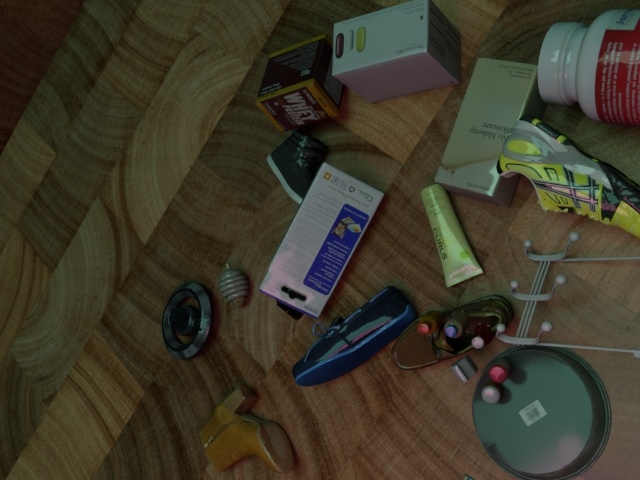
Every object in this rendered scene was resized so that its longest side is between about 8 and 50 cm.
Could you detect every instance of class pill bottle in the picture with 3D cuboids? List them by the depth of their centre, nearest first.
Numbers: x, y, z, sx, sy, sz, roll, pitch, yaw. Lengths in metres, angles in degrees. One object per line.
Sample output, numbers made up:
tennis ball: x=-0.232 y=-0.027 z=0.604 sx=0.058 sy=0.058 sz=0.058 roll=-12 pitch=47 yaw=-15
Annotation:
pill bottle: x=0.660 y=-0.340 z=1.397 sx=0.408 sy=0.229 sz=0.229 roll=14 pitch=86 yaw=36

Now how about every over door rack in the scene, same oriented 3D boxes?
over door rack: x=0.530 y=0.107 z=1.398 sx=0.324 sy=0.108 sz=0.239 roll=6 pitch=57 yaw=35

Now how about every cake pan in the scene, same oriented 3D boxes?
cake pan: x=0.447 y=0.358 z=1.475 sx=0.293 sy=0.054 sz=0.293 roll=-9 pitch=74 yaw=32

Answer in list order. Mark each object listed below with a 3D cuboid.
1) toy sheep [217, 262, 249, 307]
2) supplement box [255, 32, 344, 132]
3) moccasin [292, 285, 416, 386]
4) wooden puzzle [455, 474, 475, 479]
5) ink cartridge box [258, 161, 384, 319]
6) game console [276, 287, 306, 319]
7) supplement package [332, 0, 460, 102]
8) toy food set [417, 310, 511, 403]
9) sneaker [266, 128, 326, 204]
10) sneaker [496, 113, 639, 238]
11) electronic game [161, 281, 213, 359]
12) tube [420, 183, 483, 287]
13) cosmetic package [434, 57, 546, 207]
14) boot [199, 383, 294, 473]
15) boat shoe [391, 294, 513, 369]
toy sheep: x=-0.246 y=0.126 z=1.988 sx=0.091 sy=0.091 sz=0.132 roll=-25 pitch=84 yaw=27
supplement box: x=-0.048 y=-0.427 z=1.927 sx=0.191 sy=0.129 sz=0.194 roll=-11 pitch=51 yaw=32
moccasin: x=0.075 y=0.236 z=1.732 sx=0.342 sy=0.138 sz=0.117 roll=-32 pitch=57 yaw=8
wooden puzzle: x=0.326 y=0.545 z=1.539 sx=0.083 sy=0.006 sz=0.049 roll=22 pitch=91 yaw=36
ink cartridge box: x=0.000 y=0.000 z=1.805 sx=0.176 sy=0.069 sz=0.371 roll=27 pitch=93 yaw=-7
game console: x=-0.061 y=0.133 z=1.905 sx=0.107 sy=0.071 sz=0.122 roll=38 pitch=103 yaw=4
supplement package: x=0.191 y=-0.467 z=1.764 sx=0.262 sy=0.204 sz=0.145 roll=-7 pitch=75 yaw=33
toy food set: x=0.305 y=0.235 z=1.456 sx=0.111 sy=0.104 sz=0.232 roll=-38 pitch=82 yaw=22
sneaker: x=-0.030 y=-0.192 z=1.905 sx=0.147 sy=0.104 sz=0.296 roll=-51 pitch=52 yaw=19
sneaker: x=0.542 y=-0.103 z=1.462 sx=0.385 sy=0.145 sz=0.147 roll=42 pitch=111 yaw=21
electronic game: x=-0.394 y=0.236 z=2.082 sx=0.229 sy=0.048 sz=0.229 roll=-14 pitch=69 yaw=40
tube: x=0.303 y=-0.017 z=1.668 sx=0.070 sy=0.062 sz=0.240 roll=125 pitch=132 yaw=-62
cosmetic package: x=0.399 y=-0.249 z=1.625 sx=0.160 sy=0.113 sz=0.309 roll=18 pitch=88 yaw=36
boot: x=-0.201 y=0.546 z=1.852 sx=0.211 sy=0.104 sz=0.295 roll=-54 pitch=50 yaw=18
boat shoe: x=0.278 y=0.210 z=1.579 sx=0.307 sy=0.104 sz=0.111 roll=-34 pitch=86 yaw=25
